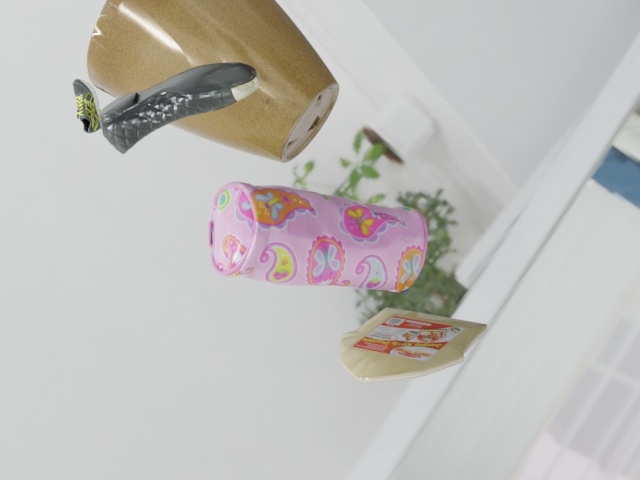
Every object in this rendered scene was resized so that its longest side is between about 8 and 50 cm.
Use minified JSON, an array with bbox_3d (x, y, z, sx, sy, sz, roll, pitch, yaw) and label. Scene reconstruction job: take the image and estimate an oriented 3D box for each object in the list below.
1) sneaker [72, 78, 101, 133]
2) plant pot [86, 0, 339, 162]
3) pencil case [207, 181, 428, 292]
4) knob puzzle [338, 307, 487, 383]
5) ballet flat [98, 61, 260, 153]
[{"bbox_3d":[-0.338,-0.192,1.509,0.031,0.035,0.083,2,125,42],"label":"sneaker"},{"bbox_3d":[-0.112,-0.213,1.282,0.254,0.237,0.237,37,165,9],"label":"plant pot"},{"bbox_3d":[0.000,0.000,1.303,0.284,0.124,0.124,6,-170,-36],"label":"pencil case"},{"bbox_3d":[0.110,0.155,1.430,0.213,0.213,0.030,21,125,53],"label":"knob puzzle"},{"bbox_3d":[-0.130,-0.127,0.983,0.173,0.057,0.049,-14,125,24],"label":"ballet flat"}]
